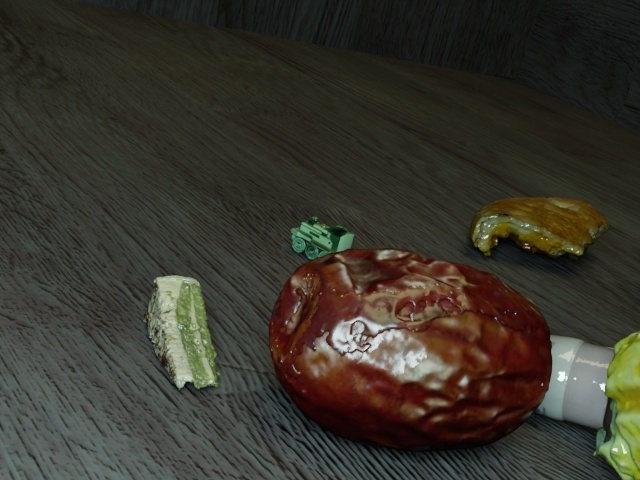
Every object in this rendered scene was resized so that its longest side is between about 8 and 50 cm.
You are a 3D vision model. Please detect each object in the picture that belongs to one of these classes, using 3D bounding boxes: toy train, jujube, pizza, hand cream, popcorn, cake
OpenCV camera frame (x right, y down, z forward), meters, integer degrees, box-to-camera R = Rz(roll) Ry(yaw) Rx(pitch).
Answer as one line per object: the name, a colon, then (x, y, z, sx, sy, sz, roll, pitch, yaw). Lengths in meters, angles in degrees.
toy train: (0.000, 0.000, 1.278, 0.083, 0.053, 0.033, 29, 23, 32)
jujube: (0.074, 0.097, 0.885, 0.243, 0.183, 0.183, 17, 16, -23)
pizza: (0.347, -0.018, 1.594, 0.182, 0.073, 0.365, 23, 19, 27)
hand cream: (0.184, 0.122, 1.052, 0.248, 0.083, 0.133, 13, 13, 25)
popcorn: (0.335, 0.159, 0.917, 0.198, 0.197, 0.212, 16, -6, 2)
cake: (-0.128, 0.095, 0.935, 0.051, 0.055, 0.140, 9, 37, -24)

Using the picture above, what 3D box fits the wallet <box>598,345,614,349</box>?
wallet: (0.339, 0.148, 1.155, 0.190, 0.033, 0.095, 10, 21, -17)
